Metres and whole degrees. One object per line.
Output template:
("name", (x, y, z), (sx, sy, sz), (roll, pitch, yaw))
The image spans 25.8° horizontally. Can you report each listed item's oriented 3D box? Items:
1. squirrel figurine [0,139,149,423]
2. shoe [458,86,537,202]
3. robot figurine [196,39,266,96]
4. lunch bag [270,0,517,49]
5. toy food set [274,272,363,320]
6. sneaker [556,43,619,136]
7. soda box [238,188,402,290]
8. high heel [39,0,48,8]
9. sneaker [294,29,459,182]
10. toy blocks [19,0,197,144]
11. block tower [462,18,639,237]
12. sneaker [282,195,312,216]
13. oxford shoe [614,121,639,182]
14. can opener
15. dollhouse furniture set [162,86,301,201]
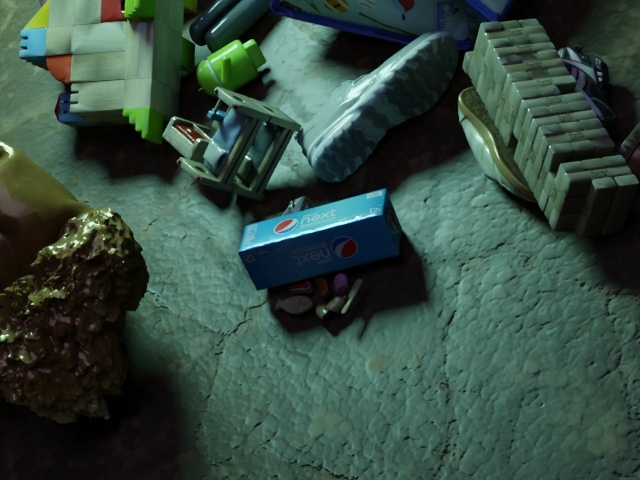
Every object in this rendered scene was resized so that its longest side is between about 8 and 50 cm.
("squirrel figurine", (-0.440, 0.099, 1.911), (0.397, 0.281, 0.370), (21, 62, 33))
("shoe", (0.249, -0.121, 1.888), (0.077, 0.058, 0.219), (-11, 48, -18))
("robot figurine", (-0.143, -0.269, 2.197), (0.115, 0.067, 0.101), (-31, 19, 3))
("lunch bag", (0.147, -0.476, 2.106), (0.385, 0.239, 0.328), (19, 64, 19))
("toy food set", (0.002, 0.074, 1.883), (0.122, 0.019, 0.078), (7, 57, 41))
("sneaker", (0.360, -0.213, 1.888), (0.077, 0.072, 0.178), (-27, 50, -3))
("soda box", (0.000, 0.000, 1.895), (0.210, 0.071, 0.067), (-14, 31, 18))
("high heel", (-0.290, -0.395, 2.380), (0.377, 0.127, 0.181), (-19, 77, 8))
("sneaker", (0.074, -0.214, 2.013), (0.281, 0.105, 0.115), (-40, 47, -5))
("toy blocks", (-0.359, -0.333, 2.247), (0.261, 0.191, 0.381), (-2, 81, 21))
("block tower", (0.292, -0.157, 1.821), (0.091, 0.097, 0.335), (-8, 49, -18))
("sneaker", (-0.040, -0.024, 1.978), (0.037, 0.032, 0.083), (-7, 46, 41))
("oxford shoe", (0.459, -0.152, 1.800), (0.076, 0.076, 0.212), (35, 74, 13))
("can opener", (-0.105, -0.427, 2.277), (0.076, 0.095, 0.283), (31, 66, 30))
("dollhouse furniture set", (-0.152, -0.166, 2.045), (0.184, 0.129, 0.129), (40, 107, 42))
